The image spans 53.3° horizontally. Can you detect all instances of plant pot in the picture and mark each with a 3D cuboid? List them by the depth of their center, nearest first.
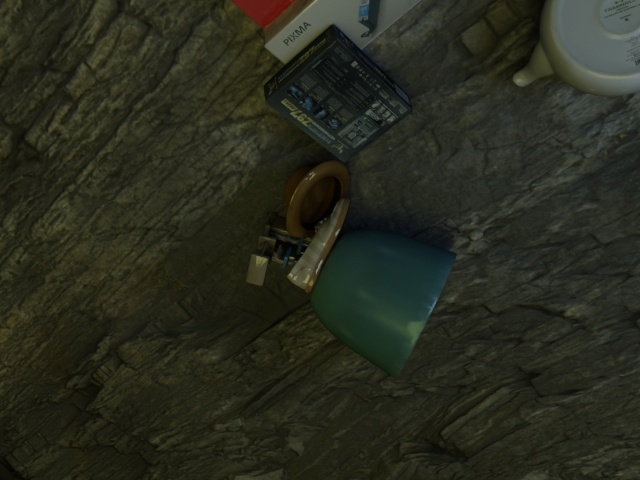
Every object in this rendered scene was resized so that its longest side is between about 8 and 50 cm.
[{"bbox_3d":[0.119,0.110,1.361,0.235,0.293,0.293,26,123,9],"label":"plant pot"}]

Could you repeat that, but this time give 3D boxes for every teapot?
[{"bbox_3d":[0.492,-0.353,1.065,0.256,0.187,0.252,25,96,15],"label":"teapot"}]

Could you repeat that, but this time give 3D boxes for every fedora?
[{"bbox_3d":[-0.022,-0.097,1.354,0.079,0.194,0.194,40,129,31],"label":"fedora"}]

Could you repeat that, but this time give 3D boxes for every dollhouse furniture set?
[{"bbox_3d":[-0.079,0.050,1.412,0.129,0.183,0.129,16,123,1],"label":"dollhouse furniture set"}]

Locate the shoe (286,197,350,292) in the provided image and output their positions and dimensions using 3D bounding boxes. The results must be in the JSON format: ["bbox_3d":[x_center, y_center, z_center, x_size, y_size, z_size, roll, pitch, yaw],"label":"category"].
[{"bbox_3d":[0.000,0.000,1.329,0.058,0.219,0.076,26,167,3],"label":"shoe"}]

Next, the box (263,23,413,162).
[{"bbox_3d":[0.036,-0.272,1.220,0.183,0.059,0.233,-36,132,26],"label":"box"}]

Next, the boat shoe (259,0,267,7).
[{"bbox_3d":[-0.050,-0.485,1.151,0.083,0.065,0.183,26,121,-3],"label":"boat shoe"}]

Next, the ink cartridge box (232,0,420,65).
[{"bbox_3d":[0.005,-0.445,1.115,0.296,0.066,0.261,-35,131,27],"label":"ink cartridge box"}]
